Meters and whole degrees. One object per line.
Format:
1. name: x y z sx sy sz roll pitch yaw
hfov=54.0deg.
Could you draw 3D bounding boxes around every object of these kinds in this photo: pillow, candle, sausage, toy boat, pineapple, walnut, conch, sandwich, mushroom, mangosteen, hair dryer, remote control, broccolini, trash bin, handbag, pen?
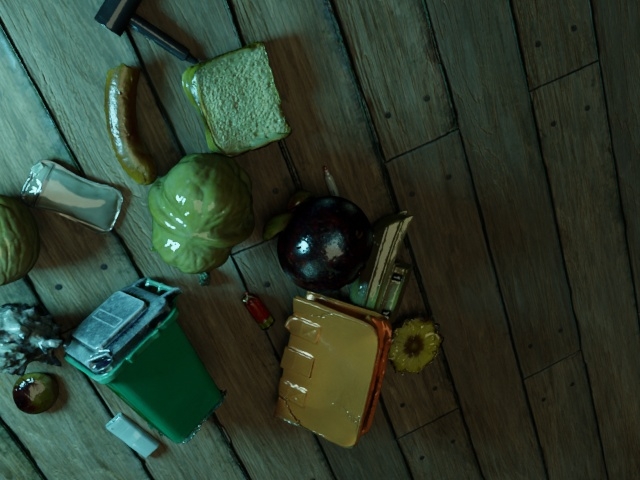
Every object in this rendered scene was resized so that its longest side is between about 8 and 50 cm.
1. pillow: -0.615 -0.107 1.564 0.232 0.038 0.131 23 97 -24
2. candle: -0.183 0.197 1.806 0.052 0.052 0.131 -35 115 -4
3. sausage: -0.468 -0.278 1.530 0.102 0.076 0.302 -9 111 -13
4. toy boat: 0.184 0.125 1.850 0.162 0.136 0.446 11 104 -12
5. pineapple: 0.288 0.323 1.989 0.224 0.076 0.225 -7 111 -19
6. walnut: -0.295 -0.073 1.554 0.282 0.277 0.253 -37 111 21
7. conch: -0.769 0.246 1.515 0.240 0.313 0.186 8 80 -60
8. sandwich: -0.208 -0.346 1.583 0.226 0.087 0.251 -28 115 -19
9. mushroom: -0.768 0.412 1.692 0.123 0.052 0.123 -7 110 -20
10. mangosteen: 0.000 0.000 1.684 0.288 0.288 0.288 -6 110 -16
11. hair dryer: -0.390 -0.506 1.492 0.255 0.070 0.128 27 98 -32
12. remote control: -0.547 0.572 1.831 0.061 0.029 0.162 -43 115 -2
13. broccolini: -0.372 0.059 1.710 0.194 0.054 0.052 36 65 -19
14. walnut: -0.769 -0.001 1.463 0.228 0.228 0.228 -6 110 -16
15. trash bin: -0.437 0.318 1.650 0.295 0.259 0.381 -47 127 -27
16. handbag: 0.029 0.375 1.826 0.303 0.116 0.410 18 109 22
17. pen: 0.048 -0.114 1.785 0.026 0.026 0.218 -26 114 -8
